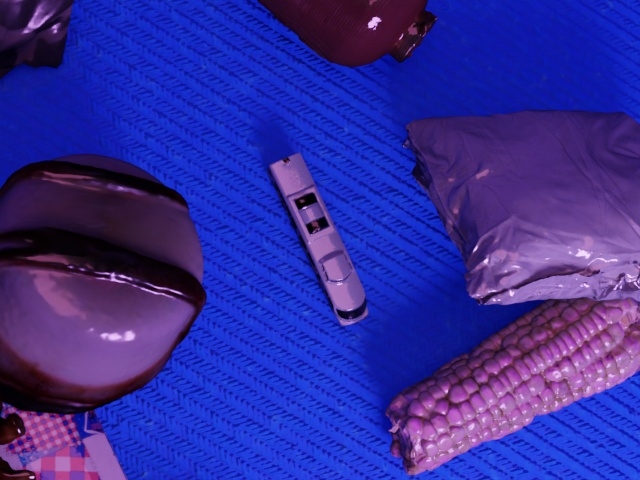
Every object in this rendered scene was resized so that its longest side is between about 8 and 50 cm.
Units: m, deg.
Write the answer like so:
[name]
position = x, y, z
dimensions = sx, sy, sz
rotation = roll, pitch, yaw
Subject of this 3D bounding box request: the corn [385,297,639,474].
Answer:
[corn]
position = 0.225, 0.156, 1.658
dimensions = 0.335, 0.126, 0.126
rotation = -26, 85, -10

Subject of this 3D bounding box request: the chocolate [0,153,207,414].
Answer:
[chocolate]
position = -0.255, 0.025, 1.522
dimensions = 0.284, 0.186, 0.283
rotation = 9, 60, -15

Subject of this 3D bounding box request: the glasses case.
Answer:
[glasses case]
position = -0.281, 0.255, 1.567
dimensions = 0.125, 0.076, 0.327
rotation = -24, 84, -16

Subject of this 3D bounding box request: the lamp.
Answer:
[lamp]
position = 0.020, -0.311, 1.682
dimensions = 0.258, 0.180, 0.180
rotation = 41, 76, 1

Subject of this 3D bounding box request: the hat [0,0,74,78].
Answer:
[hat]
position = -0.479, -0.280, 1.576
dimensions = 0.366, 0.257, 0.381
rotation = 41, 57, 1

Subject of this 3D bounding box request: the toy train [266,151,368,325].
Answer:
[toy train]
position = 0.000, 0.000, 1.679
dimensions = 0.043, 0.047, 0.207
rotation = -24, 83, -12

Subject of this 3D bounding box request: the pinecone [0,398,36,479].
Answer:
[pinecone]
position = -0.452, 0.258, 1.381
dimensions = 0.398, 0.398, 0.397
rotation = 2, 79, -10

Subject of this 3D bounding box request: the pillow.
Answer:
[pillow]
position = 0.272, -0.036, 1.647
dimensions = 0.310, 0.138, 0.283
rotation = -2, 46, -13
